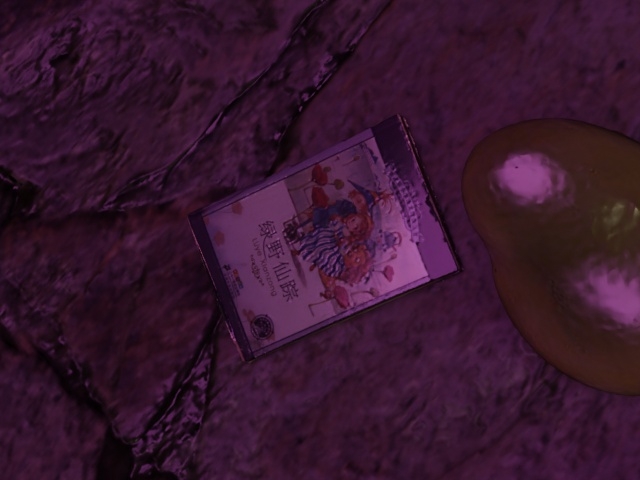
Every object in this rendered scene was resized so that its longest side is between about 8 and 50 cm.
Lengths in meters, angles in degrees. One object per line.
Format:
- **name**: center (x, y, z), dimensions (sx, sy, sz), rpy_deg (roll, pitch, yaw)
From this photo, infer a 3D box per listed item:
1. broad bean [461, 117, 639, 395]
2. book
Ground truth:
- **broad bean**: center (0.234, 0.007, 1.351), dimensions (0.189, 0.121, 0.263), rpy_deg (-34, 91, 9)
- **book**: center (0.000, 0.000, 1.468), dimensions (0.231, 0.026, 0.157), rpy_deg (-24, 79, 17)
